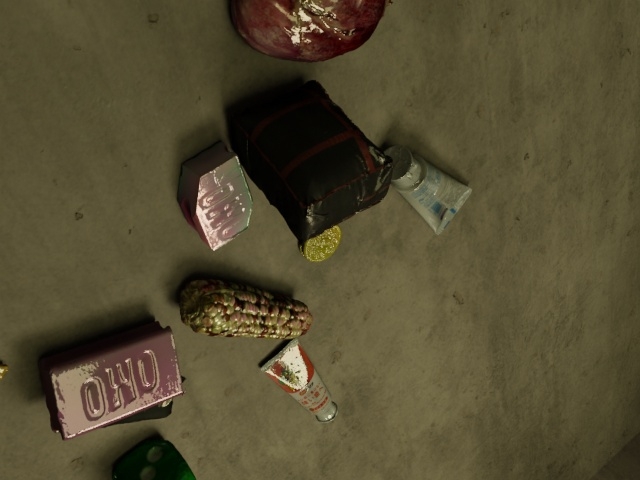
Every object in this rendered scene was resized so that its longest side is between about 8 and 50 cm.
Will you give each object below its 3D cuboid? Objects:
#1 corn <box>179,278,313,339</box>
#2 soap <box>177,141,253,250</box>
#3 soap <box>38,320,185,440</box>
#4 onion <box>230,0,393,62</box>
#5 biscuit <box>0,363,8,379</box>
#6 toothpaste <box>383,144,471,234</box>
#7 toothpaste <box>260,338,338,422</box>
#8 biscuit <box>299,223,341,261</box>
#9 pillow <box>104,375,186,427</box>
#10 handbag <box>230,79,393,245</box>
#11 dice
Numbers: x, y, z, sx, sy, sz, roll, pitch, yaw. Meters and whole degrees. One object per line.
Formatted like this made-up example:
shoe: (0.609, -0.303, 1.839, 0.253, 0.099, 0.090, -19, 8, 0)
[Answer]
corn: (-0.122, 0.121, 1.396, 0.280, 0.092, 0.092, 15, 109, -52)
soap: (-0.157, -0.060, 1.243, 0.100, 0.056, 0.149, -32, 137, -18)
soap: (-0.317, 0.211, 1.265, 0.203, 0.065, 0.122, -18, 108, -34)
onion: (0.022, -0.342, 1.145, 0.283, 0.120, 0.227, -2, 126, -43)
biscuit: (-0.490, 0.200, 1.159, 0.081, 0.018, 0.083, 27, 100, -50)
toothpaste: (0.199, -0.096, 1.548, 0.114, 0.073, 0.299, -55, 147, 4)
toothpaste: (-0.034, 0.281, 1.629, 0.089, 0.057, 0.234, -41, 132, -9)
biscuit: (0.000, 0.000, 1.460, 0.084, 0.023, 0.084, -26, 136, -28)
pillow: (-0.300, 0.261, 1.361, 0.150, 0.048, 0.091, -3, 109, -38)
handbag: (-0.013, -0.119, 1.207, 0.169, 0.215, 0.155, -28, 153, -21)
dice: (-0.280, 0.436, 1.450, 0.120, 0.128, 0.131, -35, 137, -20)
